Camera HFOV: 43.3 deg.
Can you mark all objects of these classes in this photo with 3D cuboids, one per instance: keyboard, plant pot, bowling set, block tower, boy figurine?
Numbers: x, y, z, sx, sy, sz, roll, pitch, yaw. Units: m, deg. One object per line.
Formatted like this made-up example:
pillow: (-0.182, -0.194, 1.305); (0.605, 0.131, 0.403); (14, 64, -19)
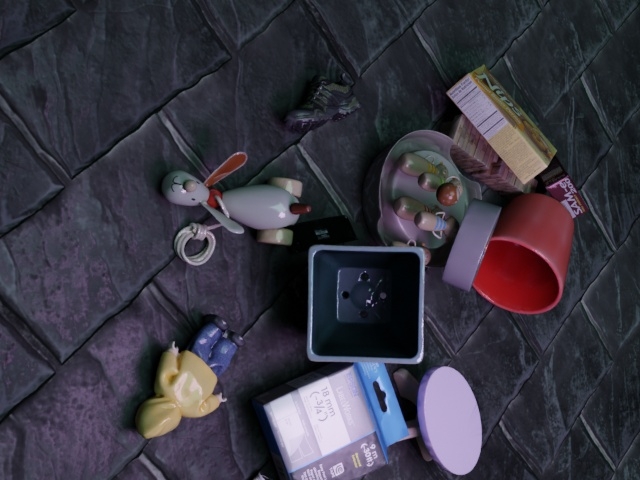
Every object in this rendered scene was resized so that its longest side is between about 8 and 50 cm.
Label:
keyboard: (0.000, 0.000, 1.921); (0.192, 0.038, 0.100); (-11, 70, -34)
plant pot: (0.099, 0.134, 1.819); (0.247, 0.252, 0.248); (1, 90, 2)
bowling set: (0.280, -0.072, 1.898); (0.154, 0.199, 0.287); (13, 83, -35)
block tower: (0.455, -0.221, 2.213); (0.335, 0.097, 0.091); (30, 70, -32)
boy figurine: (-0.270, 0.295, 1.667); (0.177, 0.092, 0.285); (46, 64, -24)
plant pot: (0.557, 0.019, 2.178); (0.275, 0.275, 0.243); (52, 52, -21)

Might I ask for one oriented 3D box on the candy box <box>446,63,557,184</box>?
candy box: (0.486, -0.314, 2.144); (0.316, 0.087, 0.183); (49, 30, 1)

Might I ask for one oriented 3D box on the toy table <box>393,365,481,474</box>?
toy table: (0.278, 0.436, 1.997); (0.252, 0.161, 0.274); (-12, 94, -35)

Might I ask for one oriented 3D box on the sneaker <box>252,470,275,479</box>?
sneaker: (-0.116, 0.554, 1.793); (0.043, 0.040, 0.109); (-40, 120, 4)

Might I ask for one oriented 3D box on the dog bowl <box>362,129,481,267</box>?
dog bowl: (0.254, -0.102, 2.056); (0.348, 0.102, 0.349); (3, 84, -35)

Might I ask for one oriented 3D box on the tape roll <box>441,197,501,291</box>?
tape roll: (0.363, 0.010, 1.937); (0.072, 0.219, 0.219); (22, 69, 12)

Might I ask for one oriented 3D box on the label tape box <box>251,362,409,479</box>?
label tape box: (0.045, 0.404, 1.803); (0.333, 0.106, 0.241); (-21, 94, -21)

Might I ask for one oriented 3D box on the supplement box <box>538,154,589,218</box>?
supplement box: (0.674, -0.164, 2.287); (0.130, 0.073, 0.239); (52, 18, -21)

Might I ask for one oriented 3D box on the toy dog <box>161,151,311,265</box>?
toy dog: (-0.156, -0.078, 1.731); (0.333, 0.161, 0.220); (-13, 94, -35)

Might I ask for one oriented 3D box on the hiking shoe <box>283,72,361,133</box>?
hiking shoe: (-0.011, -0.329, 1.911); (0.226, 0.086, 0.114); (-23, 86, -40)
